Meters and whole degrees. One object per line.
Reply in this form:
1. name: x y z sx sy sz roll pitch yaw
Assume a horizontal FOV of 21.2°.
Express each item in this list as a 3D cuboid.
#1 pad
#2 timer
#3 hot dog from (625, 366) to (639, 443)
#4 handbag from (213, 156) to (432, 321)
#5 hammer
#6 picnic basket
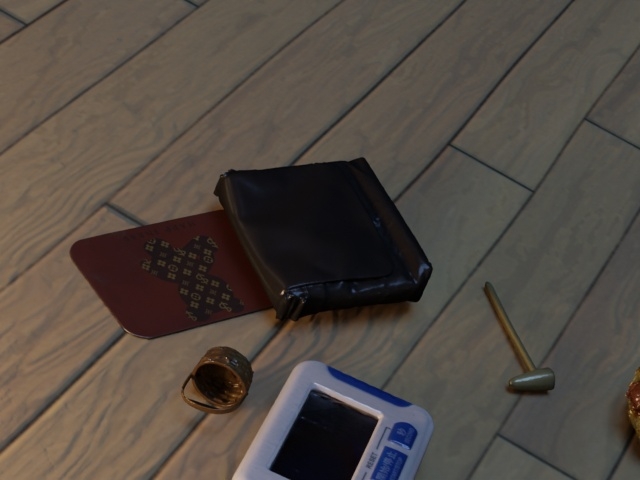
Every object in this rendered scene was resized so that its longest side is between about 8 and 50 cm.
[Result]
1. pad: -0.162 0.037 2.103 0.267 0.004 0.181 -14 50 -37
2. timer: 0.012 0.250 1.870 0.178 0.078 0.253 24 36 6
3. hot dog: 0.478 0.214 2.117 0.213 0.103 0.146 9 40 -18
4. handbag: 0.000 0.000 2.170 0.223 0.080 0.247 -8 47 -25
5. hammer: 0.236 0.122 2.182 0.060 0.028 0.195 -3 40 -19
6. picnic basket: -0.116 0.164 1.920 0.072 0.072 0.083 27 39 6
